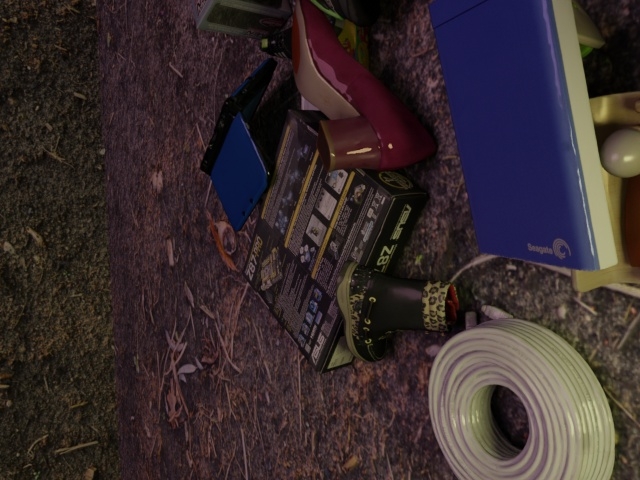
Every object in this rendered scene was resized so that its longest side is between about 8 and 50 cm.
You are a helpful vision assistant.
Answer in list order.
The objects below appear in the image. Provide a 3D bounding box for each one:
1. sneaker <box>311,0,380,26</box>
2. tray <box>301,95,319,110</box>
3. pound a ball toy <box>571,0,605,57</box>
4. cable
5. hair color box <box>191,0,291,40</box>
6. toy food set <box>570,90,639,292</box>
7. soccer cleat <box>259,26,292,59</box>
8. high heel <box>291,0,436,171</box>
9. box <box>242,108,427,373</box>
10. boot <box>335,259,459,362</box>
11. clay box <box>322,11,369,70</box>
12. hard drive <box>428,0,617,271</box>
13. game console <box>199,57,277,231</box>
[{"bbox_3d":[0.150,-0.529,0.899,0.202,0.185,0.483,48,132,8],"label":"sneaker"},{"bbox_3d":[-0.001,-0.331,1.210,0.145,0.030,0.270,6,96,56],"label":"tray"},{"bbox_3d":[0.213,-0.277,0.811,0.208,0.135,0.319,-46,55,46],"label":"pound a ball toy"},{"bbox_3d":[0.257,0.232,0.810,0.257,0.089,0.257,16,105,54],"label":"cable"},{"bbox_3d":[-0.205,-0.640,1.352,0.113,0.185,0.374,-35,63,49],"label":"hair color box"},{"bbox_3d":[0.378,-0.031,0.563,0.306,0.092,0.220,10,116,52],"label":"toy food set"},{"bbox_3d":[-0.082,-0.402,1.247,0.179,0.072,0.060,-148,59,-70],"label":"soccer cleat"},{"bbox_3d":[0.059,-0.274,1.037,0.127,0.181,0.377,111,149,-63],"label":"high heel"},{"bbox_3d":[0.000,0.000,1.147,0.318,0.097,0.395,44,128,37],"label":"box"},{"bbox_3d":[0.130,0.134,0.977,0.178,0.085,0.236,7,139,25],"label":"boot"},{"bbox_3d":[0.023,-0.408,1.119,0.127,0.053,0.222,-2,92,34],"label":"clay box"},{"bbox_3d":[0.215,-0.133,0.678,0.210,0.040,0.319,-166,60,-72],"label":"hard drive"},{"bbox_3d":[-0.147,-0.202,1.327,0.173,0.250,0.293,38,150,-4],"label":"game console"}]
